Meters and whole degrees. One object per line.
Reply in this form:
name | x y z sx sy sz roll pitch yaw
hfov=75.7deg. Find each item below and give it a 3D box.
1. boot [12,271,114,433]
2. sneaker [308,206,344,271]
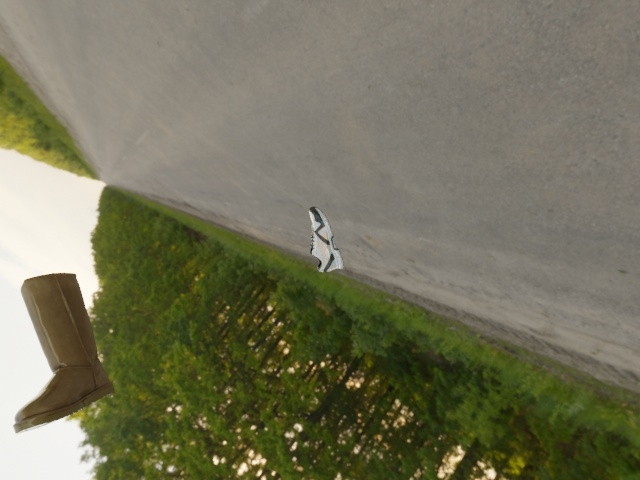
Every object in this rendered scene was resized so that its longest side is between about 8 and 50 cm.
boot | -0.514 0.198 0.780 0.236 0.089 0.269 89 160 -84
sneaker | 0.000 0.000 0.645 0.040 0.044 0.109 -171 61 -84
